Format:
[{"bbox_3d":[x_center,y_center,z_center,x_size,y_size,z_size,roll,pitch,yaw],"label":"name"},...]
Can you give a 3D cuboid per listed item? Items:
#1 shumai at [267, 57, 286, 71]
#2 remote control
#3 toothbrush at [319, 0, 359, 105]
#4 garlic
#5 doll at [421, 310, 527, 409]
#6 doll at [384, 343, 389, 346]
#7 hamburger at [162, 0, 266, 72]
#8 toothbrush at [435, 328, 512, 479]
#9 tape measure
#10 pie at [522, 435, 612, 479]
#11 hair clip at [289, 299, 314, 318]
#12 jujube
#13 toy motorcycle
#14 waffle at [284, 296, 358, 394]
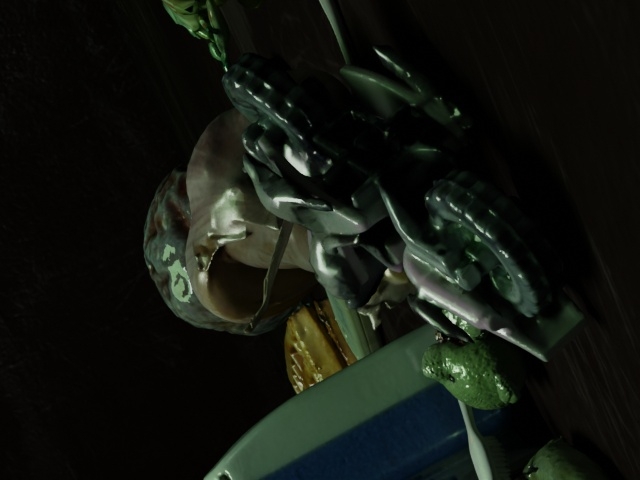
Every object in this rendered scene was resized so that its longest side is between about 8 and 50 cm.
[{"bbox_3d":[-0.051,-0.114,1.932,0.139,0.105,0.123,14,132,47],"label":"shumai"},{"bbox_3d":[0.031,0.064,2.178,0.098,0.038,0.233,60,174,30],"label":"remote control"},{"bbox_3d":[0.019,-0.144,1.521,0.017,0.022,0.204,-96,-14,-58],"label":"toothbrush"},{"bbox_3d":[0.000,0.000,1.464,0.257,0.207,0.207,-106,-5,-53],"label":"garlic"},{"bbox_3d":[0.104,0.059,1.448,0.115,0.077,0.150,40,-149,-87],"label":"doll"},{"bbox_3d":[0.077,0.167,2.030,0.152,0.085,0.114,35,-133,-81],"label":"doll"},{"bbox_3d":[-0.097,-0.253,1.571,0.214,0.125,0.235,64,-179,-66],"label":"hamburger"},{"bbox_3d":[0.098,0.063,1.513,0.020,0.025,0.286,-39,60,45],"label":"toothbrush"},{"bbox_3d":[0.045,0.186,1.619,0.138,0.259,0.262,63,-178,13],"label":"tape measure"},{"bbox_3d":[0.217,0.255,1.397,0.240,0.054,0.240,63,172,17],"label":"pie"},{"bbox_3d":[0.000,0.139,2.705,0.173,0.049,0.049,55,171,23],"label":"hair clip"},{"bbox_3d":[-0.105,0.004,2.289,0.226,0.226,0.317,63,179,1],"label":"jujube"},{"bbox_3d":[0.059,-0.016,1.264,0.327,0.143,0.188,34,162,46],"label":"toy motorcycle"},{"bbox_3d":[0.038,0.205,2.430,0.224,0.098,0.328,60,174,15],"label":"waffle"}]
